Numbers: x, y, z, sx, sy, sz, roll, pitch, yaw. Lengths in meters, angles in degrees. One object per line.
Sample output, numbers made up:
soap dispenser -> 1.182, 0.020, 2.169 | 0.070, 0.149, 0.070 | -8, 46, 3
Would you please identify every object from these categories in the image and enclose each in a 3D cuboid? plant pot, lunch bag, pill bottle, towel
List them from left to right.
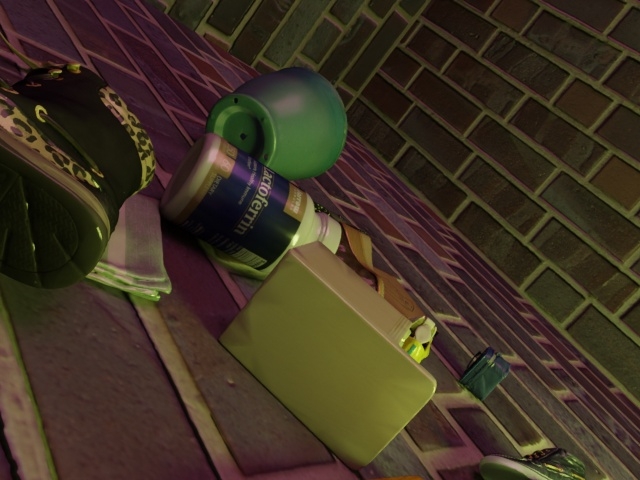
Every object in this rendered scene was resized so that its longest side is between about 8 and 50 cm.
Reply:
towel -> -0.333, -0.057, 0.698 | 0.325, 0.038, 0.248 | 28, 18, -32
pill bottle -> -0.106, -0.041, 0.939 | 0.265, 0.153, 0.153 | 31, 18, -24
plant pot -> -0.116, -0.252, 1.335 | 0.272, 0.271, 0.255 | 42, 31, 12
lunch bag -> 0.325, 0.258, 1.163 | 0.065, 0.098, 0.067 | 40, 21, 13

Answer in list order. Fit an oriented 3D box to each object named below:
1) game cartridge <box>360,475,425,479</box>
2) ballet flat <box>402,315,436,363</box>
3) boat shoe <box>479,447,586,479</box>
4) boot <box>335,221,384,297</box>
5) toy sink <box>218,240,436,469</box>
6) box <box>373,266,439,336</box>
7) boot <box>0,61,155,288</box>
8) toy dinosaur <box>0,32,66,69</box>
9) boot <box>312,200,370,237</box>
game cartridge -> 0.127, 0.313, 0.495 | 0.324, 0.052, 0.285 | 22, 1, 43
ballet flat -> 0.179, 0.181, 1.091 | 0.077, 0.077, 0.231 | 39, 16, 9
boat shoe -> 0.327, 0.352, 0.903 | 0.183, 0.065, 0.083 | 25, 39, -5
boot -> 0.003, 0.054, 1.085 | 0.207, 0.090, 0.248 | 13, 42, -17
toy sink -> 0.021, 0.135, 0.743 | 0.234, 0.153, 0.131 | 41, 16, 10
box -> 0.159, 0.123, 1.296 | 0.164, 0.021, 0.201 | 25, 18, -39
boot -> -0.337, -0.138, 0.590 | 0.377, 0.138, 0.284 | 40, 15, -13
toy dinosaur -> -0.479, -0.295, 1.029 | 0.093, 0.053, 0.183 | 31, 2, 32
boot -> -0.013, -0.047, 1.336 | 0.246, 0.083, 0.161 | 27, 8, -34
